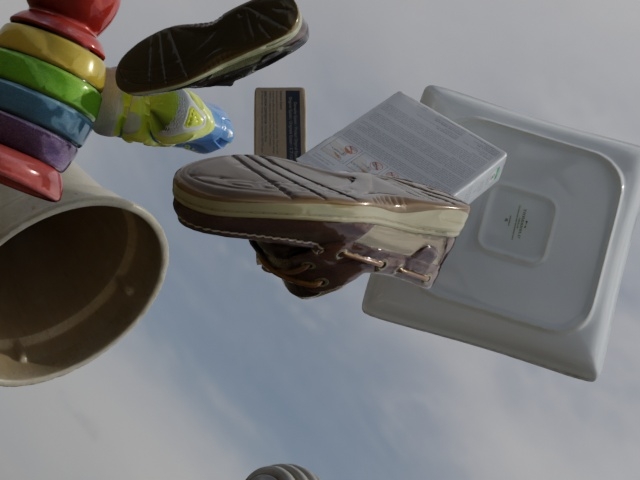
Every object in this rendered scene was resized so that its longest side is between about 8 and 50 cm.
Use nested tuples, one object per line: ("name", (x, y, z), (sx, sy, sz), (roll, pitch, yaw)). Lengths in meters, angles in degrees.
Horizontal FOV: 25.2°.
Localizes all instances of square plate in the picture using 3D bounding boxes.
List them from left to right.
("square plate", (0.267, -0.016, 1.984), (0.344, 0.347, 0.049), (17, -11, -1))

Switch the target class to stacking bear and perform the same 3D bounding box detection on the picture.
("stacking bear", (-0.325, -0.206, 1.678), (0.164, 0.289, 0.175), (27, -8, -42))

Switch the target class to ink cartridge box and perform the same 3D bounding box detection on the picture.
("ink cartridge box", (-0.065, -0.102, 2.319), (0.234, 0.088, 0.193), (93, -5, -55))
("ink cartridge box", (0.102, -0.090, 1.825), (0.181, 0.225, 0.056), (34, -41, 23))

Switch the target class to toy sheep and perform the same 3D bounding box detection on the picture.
("toy sheep", (-0.034, 0.249, 1.322), (0.091, 0.091, 0.132), (38, 1, 33))

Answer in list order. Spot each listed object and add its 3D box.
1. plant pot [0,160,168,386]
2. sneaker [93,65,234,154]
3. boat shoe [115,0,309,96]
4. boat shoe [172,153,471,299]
("plant pot", (-0.435, -0.018, 2.023), (0.305, 0.334, 0.334), (49, -17, 34))
("sneaker", (-0.197, -0.148, 1.768), (0.126, 0.091, 0.240), (22, 1, -41))
("boat shoe", (-0.079, -0.136, 1.073), (0.049, 0.152, 0.056), (47, 32, -57))
("boat shoe", (0.000, 0.000, 1.331), (0.123, 0.342, 0.123), (29, -72, 40))
